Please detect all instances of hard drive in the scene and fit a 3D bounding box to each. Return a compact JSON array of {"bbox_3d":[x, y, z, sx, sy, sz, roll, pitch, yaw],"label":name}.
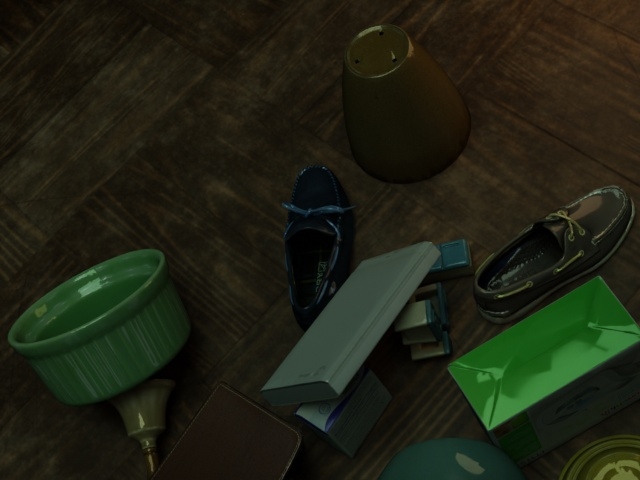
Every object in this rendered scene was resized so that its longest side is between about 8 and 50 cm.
[{"bbox_3d":[0.049,0.133,1.694,0.307,0.040,0.203,-50,17,-31],"label":"hard drive"}]

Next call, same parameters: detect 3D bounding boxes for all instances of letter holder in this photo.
[{"bbox_3d":[-0.143,0.416,1.679,0.214,0.152,0.301,24,72,38],"label":"letter holder"}]

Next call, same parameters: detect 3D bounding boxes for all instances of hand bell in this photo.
[{"bbox_3d":[-0.292,0.373,1.823,0.126,0.126,0.241,-17,71,10],"label":"hand bell"}]

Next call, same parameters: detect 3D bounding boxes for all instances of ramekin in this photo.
[{"bbox_3d":[-0.376,0.156,1.856,0.304,0.148,0.303,-23,20,9],"label":"ramekin"}]

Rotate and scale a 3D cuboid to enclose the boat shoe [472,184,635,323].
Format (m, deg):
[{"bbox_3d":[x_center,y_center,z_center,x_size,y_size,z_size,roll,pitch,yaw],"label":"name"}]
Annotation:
[{"bbox_3d":[0.390,0.011,1.767,0.324,0.096,0.116,-36,56,-2],"label":"boat shoe"}]

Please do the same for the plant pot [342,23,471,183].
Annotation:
[{"bbox_3d":[0.136,-0.269,1.921,0.237,0.254,0.237,-8,59,14],"label":"plant pot"}]

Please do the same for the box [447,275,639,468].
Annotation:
[{"bbox_3d":[0.349,0.206,1.592,0.262,0.231,0.126,-31,56,1],"label":"box"}]

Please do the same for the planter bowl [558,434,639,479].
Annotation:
[{"bbox_3d":[0.448,0.376,1.547,0.217,0.090,0.217,-9,60,15],"label":"planter bowl"}]

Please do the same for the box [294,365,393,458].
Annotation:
[{"bbox_3d":[0.040,0.269,1.723,0.072,0.137,0.126,27,74,31],"label":"box"}]

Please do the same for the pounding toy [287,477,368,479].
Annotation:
[{"bbox_3d":[0.023,0.449,1.646,0.237,0.110,0.182,1,62,20],"label":"pounding toy"}]

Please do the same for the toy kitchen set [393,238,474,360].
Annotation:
[{"bbox_3d":[0.190,0.077,1.759,0.122,0.166,0.207,-12,59,14],"label":"toy kitchen set"}]

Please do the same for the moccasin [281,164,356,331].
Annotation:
[{"bbox_3d":[0.000,0.000,1.899,0.138,0.117,0.341,-13,59,12],"label":"moccasin"}]

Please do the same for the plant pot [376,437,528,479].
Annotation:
[{"bbox_3d":[0.191,0.425,1.507,0.293,0.293,0.235,-9,51,15],"label":"plant pot"}]
